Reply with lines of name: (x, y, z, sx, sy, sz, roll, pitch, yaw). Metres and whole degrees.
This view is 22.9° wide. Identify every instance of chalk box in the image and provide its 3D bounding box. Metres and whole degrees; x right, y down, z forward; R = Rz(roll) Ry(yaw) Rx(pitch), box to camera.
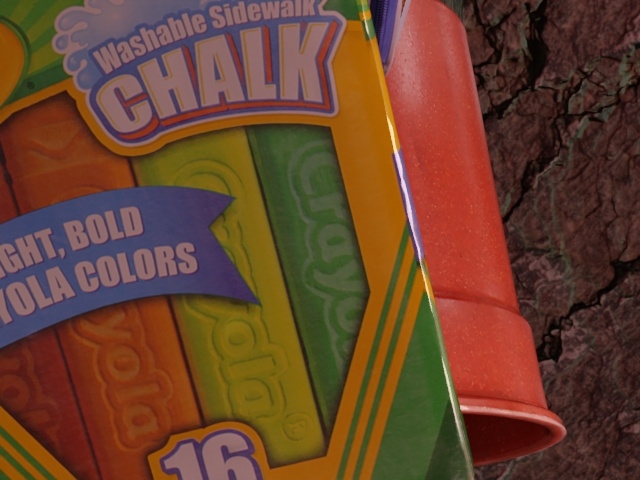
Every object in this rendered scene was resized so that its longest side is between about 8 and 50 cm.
chalk box: (-0.065, -0.050, 0.593, 0.179, 0.180, 0.289, -96, 171, -71)

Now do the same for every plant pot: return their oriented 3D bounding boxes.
plant pot: (0.000, 0.000, 0.967, 0.272, 0.272, 0.265, 53, 32, -70)

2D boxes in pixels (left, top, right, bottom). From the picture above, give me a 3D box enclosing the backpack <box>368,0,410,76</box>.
backpack: (-0.053, -0.163, 0.777, 0.276, 0.213, 0.263, -62, 168, -81)
